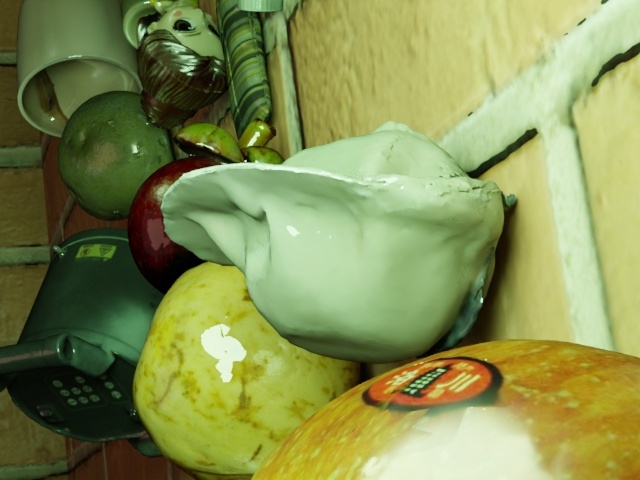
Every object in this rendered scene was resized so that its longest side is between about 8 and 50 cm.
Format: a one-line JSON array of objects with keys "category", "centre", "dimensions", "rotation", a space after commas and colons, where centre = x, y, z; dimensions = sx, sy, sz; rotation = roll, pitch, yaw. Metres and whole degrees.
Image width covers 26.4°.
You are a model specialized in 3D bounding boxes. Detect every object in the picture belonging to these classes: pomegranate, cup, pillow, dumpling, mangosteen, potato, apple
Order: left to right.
[{"category": "cup", "centre": [-0.370, -0.280, 2.163], "dimensions": [0.253, 0.192, 0.200], "rotation": [56, -162, -53]}, {"category": "potato", "centre": [-0.289, -0.121, 1.951], "dimensions": [0.235, 0.160, 0.177], "rotation": [4, 122, 58]}, {"category": "mangosteen", "centre": [-0.097, -0.028, 1.337], "dimensions": [0.200, 0.200, 0.199], "rotation": [177, 90, -72]}, {"category": "pillow", "centre": [-0.085, -0.200, 1.469], "dimensions": [0.113, 0.038, 0.203], "rotation": [119, 144, -63]}, {"category": "pomegranate", "centre": [-0.055, 0.117, 1.197], "dimensions": [0.215, 0.215, 0.215], "rotation": [177, 90, -72]}, {"category": "dumpling", "centre": [0.009, 0.015, 0.950], "dimensions": [0.293, 0.205, 0.163], "rotation": [-21, 84, 62]}, {"category": "apple", "centre": [0.086, 0.186, 0.660], "dimensions": [0.309, 0.250, 0.277], "rotation": [141, 124, -66]}]

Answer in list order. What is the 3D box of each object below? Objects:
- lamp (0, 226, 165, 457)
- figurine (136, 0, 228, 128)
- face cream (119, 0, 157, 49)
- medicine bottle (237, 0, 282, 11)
[{"category": "lamp", "centre": [-0.284, 0.110, 1.767], "dimensions": [0.374, 0.205, 0.272], "rotation": [46, -142, -52]}, {"category": "figurine", "centre": [-0.182, -0.291, 1.596], "dimensions": [0.187, 0.168, 0.315], "rotation": [40, -157, -59]}, {"category": "face cream", "centre": [-0.236, -0.381, 1.868], "dimensions": [0.341, 0.084, 0.137], "rotation": [-103, 9, -48]}, {"category": "medicine bottle", "centre": [-0.060, -0.272, 1.366], "dimensions": [0.047, 0.047, 0.083], "rotation": [-139, 48, -66]}]
